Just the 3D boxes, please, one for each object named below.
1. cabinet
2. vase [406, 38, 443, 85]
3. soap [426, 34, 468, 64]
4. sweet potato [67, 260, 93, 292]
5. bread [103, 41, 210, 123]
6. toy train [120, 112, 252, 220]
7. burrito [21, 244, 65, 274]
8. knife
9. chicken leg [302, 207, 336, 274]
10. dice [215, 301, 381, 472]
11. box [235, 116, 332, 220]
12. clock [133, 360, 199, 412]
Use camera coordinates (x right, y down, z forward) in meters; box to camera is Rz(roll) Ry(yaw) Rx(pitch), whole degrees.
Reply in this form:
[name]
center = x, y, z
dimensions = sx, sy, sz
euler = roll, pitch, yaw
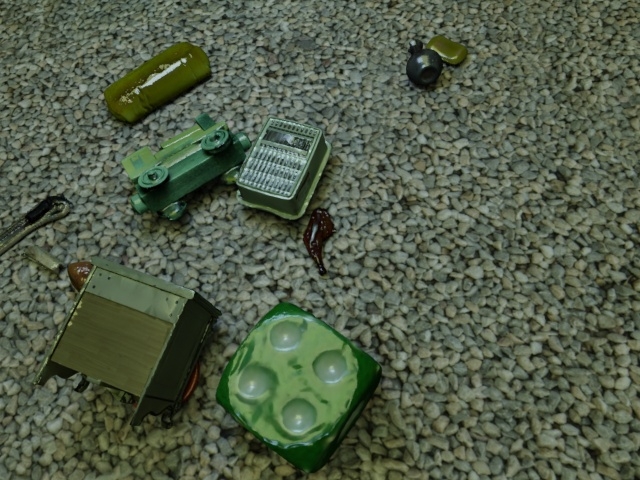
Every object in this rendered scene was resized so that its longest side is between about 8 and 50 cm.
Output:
[cabinet]
center = -0.454, 0.254, 1.215
dimensions = 0.290, 0.227, 0.317
euler = 17, 72, 11
[vase]
center = 0.332, -0.596, 1.644
dimensions = 0.120, 0.120, 0.182
euler = -11, 52, 0
[soap]
center = 0.427, -0.644, 1.685
dimensions = 0.140, 0.045, 0.088
euler = 33, 76, 18
[sweet potato]
center = -0.613, 0.152, 1.405
dimensions = 0.252, 0.097, 0.097
euler = 40, 75, 11
[bread]
center = -0.562, -0.553, 1.702
dimensions = 0.384, 0.112, 0.166
euler = -36, 68, -10
[toy train]
center = -0.408, -0.233, 1.505
dimensions = 0.397, 0.160, 0.253
euler = -33, 46, -10
[burrito]
center = -0.833, 0.054, 1.494
dimensions = 0.149, 0.041, 0.055
euler = 26, 84, 16
[knife]
center = -0.942, -0.023, 1.540
dimensions = 0.365, 0.043, 0.089
euler = -39, 67, -11
[chicken leg]
center = -0.006, -0.003, 1.442
dimensions = 0.093, 0.053, 0.204
euler = 16, 72, -3
[dice]
center = -0.048, 0.336, 1.164
dimensions = 0.300, 0.287, 0.297
euler = 33, 76, 17
[box]
center = -0.108, -0.211, 1.476
dimensions = 0.221, 0.166, 0.290
euler = 18, 69, 13
[clock]
center = -0.423, 0.352, 1.318
dimensions = 0.206, 0.051, 0.205
euler = -2, 66, 6
